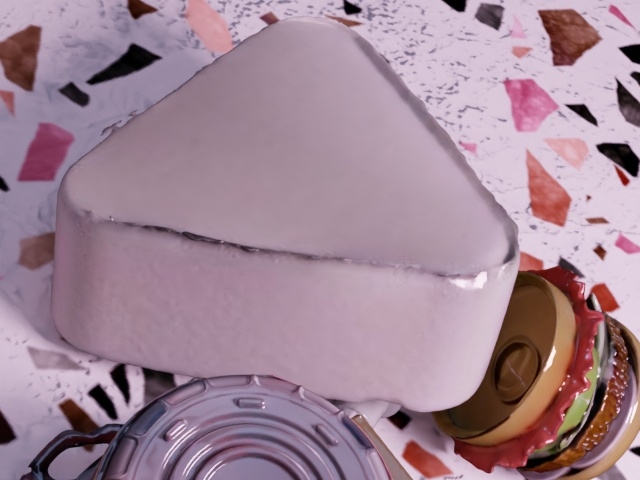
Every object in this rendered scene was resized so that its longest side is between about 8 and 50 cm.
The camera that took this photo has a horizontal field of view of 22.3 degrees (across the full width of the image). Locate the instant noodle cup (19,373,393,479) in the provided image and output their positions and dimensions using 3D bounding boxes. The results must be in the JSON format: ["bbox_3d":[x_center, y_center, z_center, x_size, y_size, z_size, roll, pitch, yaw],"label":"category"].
[{"bbox_3d":[-0.054,0.195,1.009,0.302,0.181,0.258,29,58,4],"label":"instant noodle cup"}]

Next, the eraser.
[{"bbox_3d":[0.000,0.000,1.215,0.331,0.150,0.331,5,40,-5],"label":"eraser"}]

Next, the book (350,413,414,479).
[{"bbox_3d":[0.040,0.291,1.098,0.217,0.021,0.310,-31,72,-27],"label":"book"}]

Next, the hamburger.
[{"bbox_3d":[0.178,0.113,1.265,0.137,0.175,0.175,29,43,-28],"label":"hamburger"}]

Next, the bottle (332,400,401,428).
[{"bbox_3d":[0.049,0.099,1.268,0.060,0.060,0.217,33,45,0],"label":"bottle"}]
